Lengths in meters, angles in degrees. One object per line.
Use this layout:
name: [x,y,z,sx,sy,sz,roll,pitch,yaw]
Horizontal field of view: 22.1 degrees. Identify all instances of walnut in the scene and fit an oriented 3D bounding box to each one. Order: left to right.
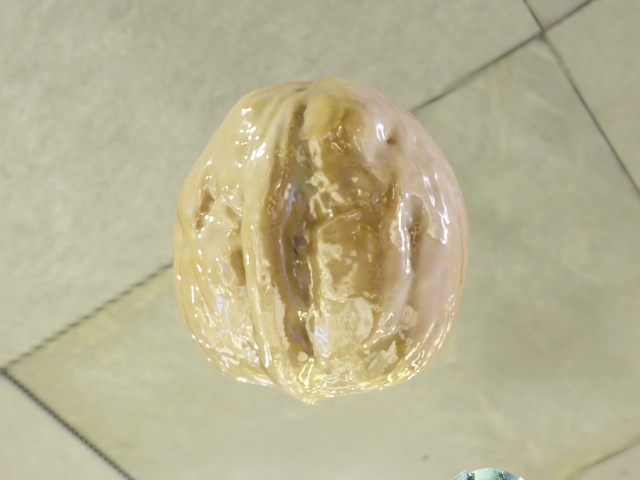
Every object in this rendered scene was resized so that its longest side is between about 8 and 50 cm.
walnut: [0.000,0.000,0.831,0.166,0.166,0.149,-41,164,18]

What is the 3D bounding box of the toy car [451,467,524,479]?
toy car: [0.088,0.172,0.731,0.054,0.073,0.143,-19,120,24]
